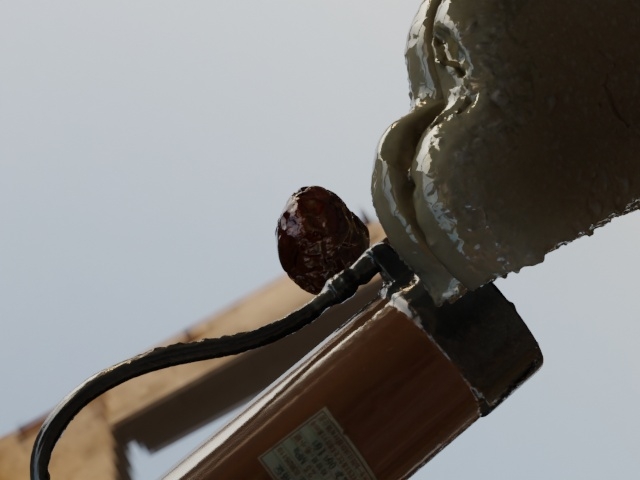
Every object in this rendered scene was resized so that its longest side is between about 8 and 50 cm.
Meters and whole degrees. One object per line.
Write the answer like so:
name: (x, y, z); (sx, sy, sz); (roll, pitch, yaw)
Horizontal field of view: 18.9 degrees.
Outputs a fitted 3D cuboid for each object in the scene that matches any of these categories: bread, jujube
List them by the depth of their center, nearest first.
bread: (0.157, -0.092, 1.165); (0.337, 0.102, 0.183); (-25, -89, -37)
jujube: (0.000, 0.000, 1.511); (0.129, 0.077, 0.077); (60, -174, -74)

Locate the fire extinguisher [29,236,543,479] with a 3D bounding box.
fire extinguisher: (-0.043, 0.139, 1.311); (0.200, 0.376, 0.113); (46, 171, 20)
